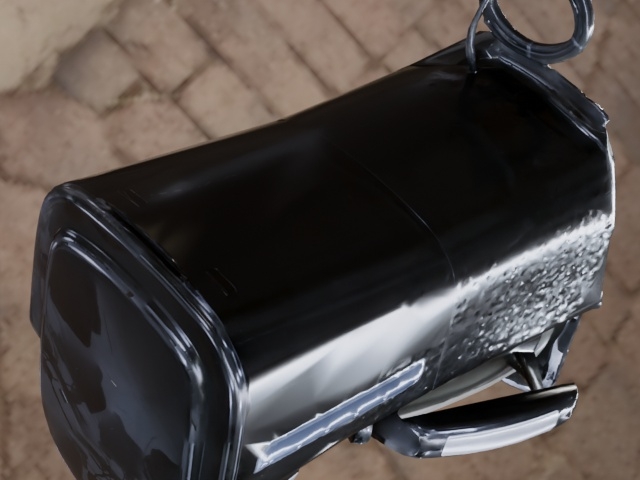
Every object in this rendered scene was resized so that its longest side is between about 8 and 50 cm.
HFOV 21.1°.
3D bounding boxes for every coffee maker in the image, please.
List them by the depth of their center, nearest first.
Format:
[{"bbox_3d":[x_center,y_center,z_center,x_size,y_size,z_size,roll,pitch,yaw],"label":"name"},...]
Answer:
[{"bbox_3d":[0.000,0.000,0.567,0.178,0.120,0.171,-23,117,-37],"label":"coffee maker"}]
